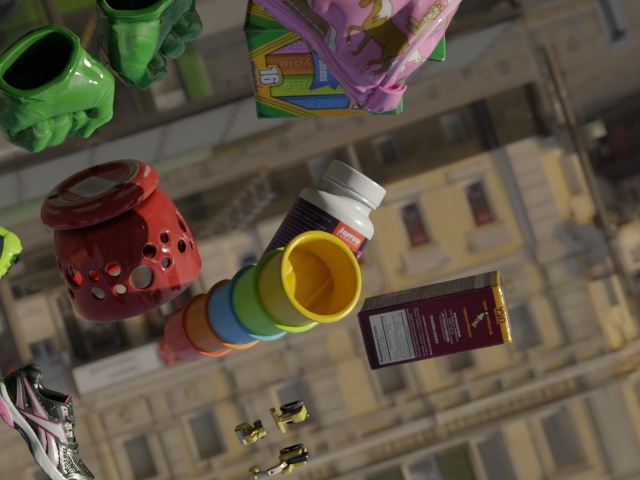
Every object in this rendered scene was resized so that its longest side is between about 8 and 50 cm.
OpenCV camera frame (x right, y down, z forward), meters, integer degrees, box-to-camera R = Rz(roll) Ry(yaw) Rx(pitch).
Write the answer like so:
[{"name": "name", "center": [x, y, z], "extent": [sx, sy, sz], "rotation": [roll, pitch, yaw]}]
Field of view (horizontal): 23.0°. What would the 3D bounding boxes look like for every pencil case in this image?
[{"name": "pencil case", "center": [-0.040, -0.295, 1.511], "extent": [0.167, 0.386, 0.160], "rotation": [-50, -176, 10]}]

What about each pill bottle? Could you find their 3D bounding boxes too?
[{"name": "pill bottle", "center": [0.000, 0.000, 1.980], "extent": [0.193, 0.108, 0.108], "rotation": [-59, 179, -1]}]

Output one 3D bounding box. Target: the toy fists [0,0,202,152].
[{"name": "toy fists", "center": [-0.251, -0.205, 1.795], "extent": [0.279, 0.096, 0.142], "rotation": [-41, 163, -18]}]

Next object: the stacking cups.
[{"name": "stacking cups", "center": [-0.074, 0.079, 1.688], "extent": [0.096, 0.096, 0.316], "rotation": [-17, 173, -33]}]

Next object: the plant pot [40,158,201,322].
[{"name": "plant pot", "center": [-0.276, -0.008, 2.154], "extent": [0.191, 0.174, 0.191], "rotation": [-15, -156, 7]}]

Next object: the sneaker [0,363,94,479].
[{"name": "sneaker", "center": [-0.325, 0.227, 1.917], "extent": [0.077, 0.178, 0.072], "rotation": [-36, -161, -1]}]

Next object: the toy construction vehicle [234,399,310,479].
[{"name": "toy construction vehicle", "center": [-0.055, 0.255, 1.987], "extent": [0.098, 0.086, 0.035], "rotation": [-17, -160, 9]}]

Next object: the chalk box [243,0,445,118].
[{"name": "chalk box", "center": [0.042, -0.308, 2.364], "extent": [0.289, 0.180, 0.179], "rotation": [-2, 135, 5]}]

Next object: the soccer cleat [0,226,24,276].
[{"name": "soccer cleat", "center": [-0.441, 0.049, 1.960], "extent": [0.060, 0.072, 0.179], "rotation": [-47, -171, 50]}]

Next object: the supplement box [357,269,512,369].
[{"name": "supplement box", "center": [0.151, 0.104, 2.056], "extent": [0.188, 0.081, 0.104], "rotation": [-12, -172, 9]}]
